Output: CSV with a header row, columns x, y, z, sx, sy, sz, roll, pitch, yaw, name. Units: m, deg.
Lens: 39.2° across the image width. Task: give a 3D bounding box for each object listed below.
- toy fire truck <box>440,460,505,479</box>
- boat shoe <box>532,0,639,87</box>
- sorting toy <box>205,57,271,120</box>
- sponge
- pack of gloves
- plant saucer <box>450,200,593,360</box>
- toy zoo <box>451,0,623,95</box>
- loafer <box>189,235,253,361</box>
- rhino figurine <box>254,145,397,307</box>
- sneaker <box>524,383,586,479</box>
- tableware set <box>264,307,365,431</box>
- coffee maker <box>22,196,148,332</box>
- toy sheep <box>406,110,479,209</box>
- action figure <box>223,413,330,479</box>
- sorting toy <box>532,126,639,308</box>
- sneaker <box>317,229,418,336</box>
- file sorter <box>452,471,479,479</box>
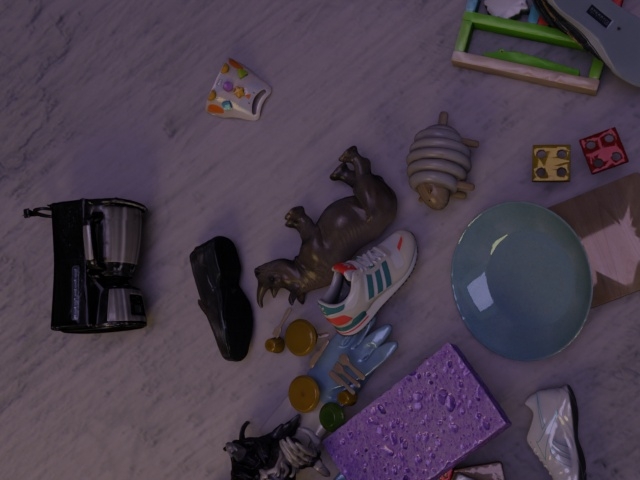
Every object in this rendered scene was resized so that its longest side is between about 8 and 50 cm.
x,y,z,sx,sy,sz,roll,pitch,yaw,name
0.176,0.283,1.105,0.135,0.047,0.192,32,92,16,toy fire truck
0.338,-0.260,1.097,0.183,0.083,0.065,41,95,-12,boat shoe
-0.111,-0.205,1.251,0.075,0.045,0.083,24,90,-3,sorting toy
0.110,0.229,1.067,0.210,0.031,0.117,-41,64,16,sponge
0.058,0.225,1.142,0.195,0.046,0.232,43,103,28,pack of gloves
0.249,0.048,1.095,0.195,0.037,0.195,5,98,44,plant saucer
0.300,-0.348,1.162,0.192,0.030,0.293,16,88,16,toy zoo
-0.135,0.082,1.213,0.061,0.062,0.170,-19,74,34,loafer
0.000,0.000,1.174,0.106,0.073,0.243,44,98,7,rhino figurine
0.284,0.253,1.084,0.061,0.054,0.152,-11,74,22,sneaker
-0.012,0.167,1.155,0.154,0.024,0.104,39,106,28,tableware set
-0.320,0.039,1.242,0.171,0.120,0.178,-7,79,37,coffee maker
0.153,-0.101,1.144,0.091,0.091,0.132,2,70,15,toy sheep
-0.050,0.298,1.070,0.164,0.141,0.276,-45,49,-9,action figure
0.346,-0.003,1.097,0.132,0.046,0.274,-23,77,11,sorting toy
0.058,0.041,1.134,0.161,0.075,0.057,-51,39,-9,sneaker
0.247,0.413,0.977,0.278,0.173,0.192,24,89,3,file sorter
